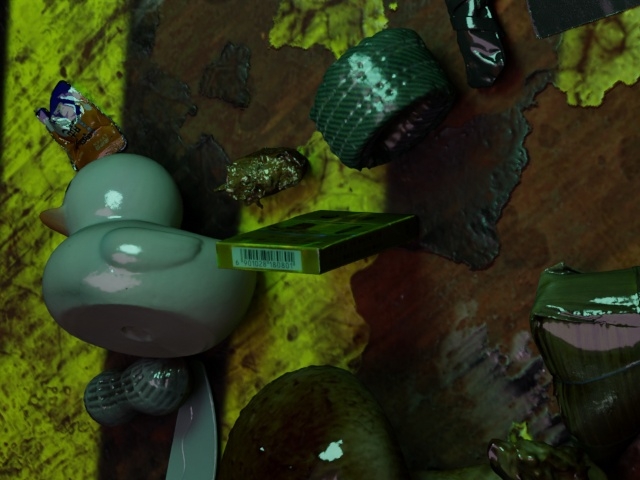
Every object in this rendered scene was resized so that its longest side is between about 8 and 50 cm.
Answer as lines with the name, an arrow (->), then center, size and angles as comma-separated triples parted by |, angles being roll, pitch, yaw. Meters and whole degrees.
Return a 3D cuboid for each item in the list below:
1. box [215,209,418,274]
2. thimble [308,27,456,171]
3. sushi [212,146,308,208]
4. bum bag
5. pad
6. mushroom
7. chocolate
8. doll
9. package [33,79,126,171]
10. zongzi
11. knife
box -> 0.000, 0.000, 1.696 | 0.121, 0.193, 0.030 | 4, 103, 32
thimble -> 0.063, -0.140, 1.678 | 0.090, 0.118, 0.135 | 56, 138, 17
sushi -> -0.063, -0.069, 1.805 | 0.118, 0.060, 0.061 | -32, 86, 34
bum bag -> 0.151, -0.210, 1.657 | 0.058, 0.034, 0.124 | -21, 87, 48
pad -> 0.269, -0.271, 1.587 | 0.193, 0.004, 0.116 | -16, 90, 34
mushroom -> 0.066, 0.261, 1.680 | 0.356, 0.334, 0.331 | -39, 103, -5
chocolate -> -0.206, 0.170, 1.926 | 0.167, 0.072, 0.072 | -19, 88, 40
doll -> -0.190, 0.009, 1.848 | 0.251, 0.221, 0.221 | 8, 104, 9
package -> -0.279, -0.127, 1.952 | 0.077, 0.033, 0.111 | -44, 88, 7
zongzi -> 0.323, 0.132, 1.580 | 0.221, 0.112, 0.242 | -8, 114, 25
knife -> -0.161, 0.300, 1.952 | 0.080, 0.044, 0.331 | 26, 108, 31
